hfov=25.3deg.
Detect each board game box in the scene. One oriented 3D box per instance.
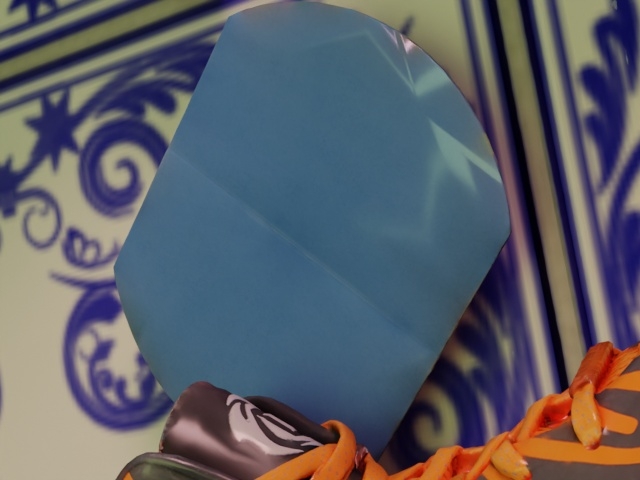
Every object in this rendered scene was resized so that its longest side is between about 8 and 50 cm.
[{"bbox_3d":[0.000,0.000,0.519,0.133,0.033,0.169,37,113,23],"label":"board game box"}]

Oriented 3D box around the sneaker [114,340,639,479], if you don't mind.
[{"bbox_3d":[0.039,0.078,0.420,0.180,0.124,0.321,40,109,15],"label":"sneaker"}]
